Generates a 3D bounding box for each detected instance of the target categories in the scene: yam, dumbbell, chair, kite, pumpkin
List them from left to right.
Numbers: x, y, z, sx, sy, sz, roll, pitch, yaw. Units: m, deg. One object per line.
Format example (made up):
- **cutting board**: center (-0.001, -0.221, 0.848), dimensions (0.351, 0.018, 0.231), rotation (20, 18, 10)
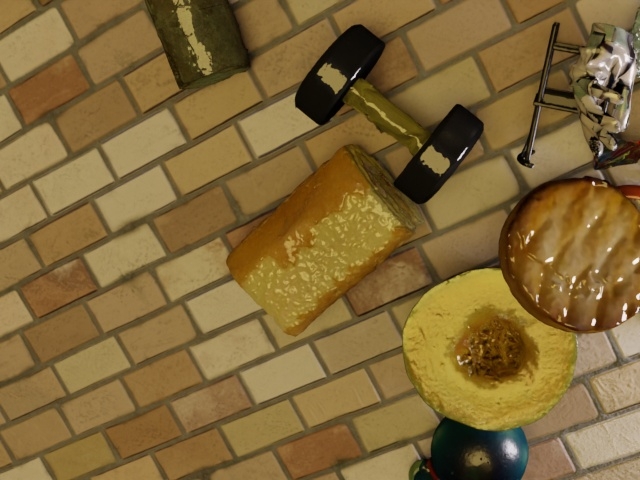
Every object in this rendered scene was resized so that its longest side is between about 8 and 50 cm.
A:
- **yam**: center (-0.251, -0.438, 1.887), dimensions (0.161, 0.161, 0.268), rotation (-15, 104, 19)
- **dumbbell**: center (0.131, -0.239, 1.813), dimensions (0.322, 0.204, 0.203), rotation (39, 112, 1)
- **pumpkin**: center (0.335, 0.195, 1.903), dimensions (0.333, 0.199, 0.332), rotation (2, 102, 8)
- **chair**: center (0.458, -0.259, 1.745), dimensions (0.141, 0.154, 0.260), rotation (13, 107, 12)
- **kite**: center (0.565, -0.166, 1.755), dimensions (0.189, 0.232, 0.009), rotation (-35, 52, 57)

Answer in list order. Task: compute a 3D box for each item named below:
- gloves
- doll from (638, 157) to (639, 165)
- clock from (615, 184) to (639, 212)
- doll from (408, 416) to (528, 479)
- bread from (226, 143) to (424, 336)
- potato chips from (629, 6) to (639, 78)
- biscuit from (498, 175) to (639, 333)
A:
- **gloves**: center (0.474, -0.252, 1.609), dimensions (0.111, 0.127, 0.212), rotation (18, 97, 20)
- **doll**: center (0.635, -0.134, 1.746), dimensions (0.099, 0.143, 0.057), rotation (29, 71, 12)
- **clock**: center (0.596, -0.007, 1.834), dimensions (0.205, 0.051, 0.205), rotation (4, 106, 15)
- **doll**: center (0.311, 0.470, 1.985), dimensions (0.199, 0.186, 0.321), rotation (31, 115, 4)
- **bread**: center (0.000, 0.000, 1.940), dimensions (0.236, 0.165, 0.375), rotation (47, 113, 1)
- **potato chips**: center (0.625, -0.389, 1.685), dimensions (0.228, 0.059, 0.167), rotation (-26, 92, 9)
- **biscuit**: center (0.470, 0.029, 1.745), dimensions (0.297, 0.102, 0.296), rotation (2, 74, -8)
